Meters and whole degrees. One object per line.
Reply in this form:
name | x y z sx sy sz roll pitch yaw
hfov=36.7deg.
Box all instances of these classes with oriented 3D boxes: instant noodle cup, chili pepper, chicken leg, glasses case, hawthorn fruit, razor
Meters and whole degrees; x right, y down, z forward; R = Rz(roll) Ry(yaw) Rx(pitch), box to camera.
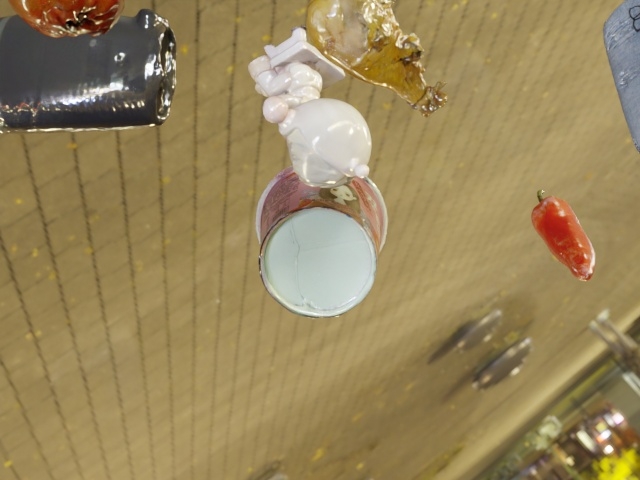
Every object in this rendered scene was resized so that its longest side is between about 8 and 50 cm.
instant noodle cup | 0.000 0.000 1.640 0.243 0.243 0.231 -44 -168 13
chili pepper | 0.371 -0.007 1.473 0.071 0.272 0.063 11 119 -13
chicken leg | 0.070 -0.221 1.096 0.085 0.207 0.101 -18 -136 49
glasses case | 0.473 -0.236 1.366 0.067 0.282 0.109 22 141 -34
hawthorn fruit | -0.318 -0.333 1.182 0.148 0.172 0.148 -17 167 -4
razor | -0.410 -0.276 1.580 0.349 0.204 0.113 -1 170 11

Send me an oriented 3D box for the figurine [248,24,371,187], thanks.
figurine | 0.002 -0.174 1.403 0.144 0.257 0.182 -24 155 2
